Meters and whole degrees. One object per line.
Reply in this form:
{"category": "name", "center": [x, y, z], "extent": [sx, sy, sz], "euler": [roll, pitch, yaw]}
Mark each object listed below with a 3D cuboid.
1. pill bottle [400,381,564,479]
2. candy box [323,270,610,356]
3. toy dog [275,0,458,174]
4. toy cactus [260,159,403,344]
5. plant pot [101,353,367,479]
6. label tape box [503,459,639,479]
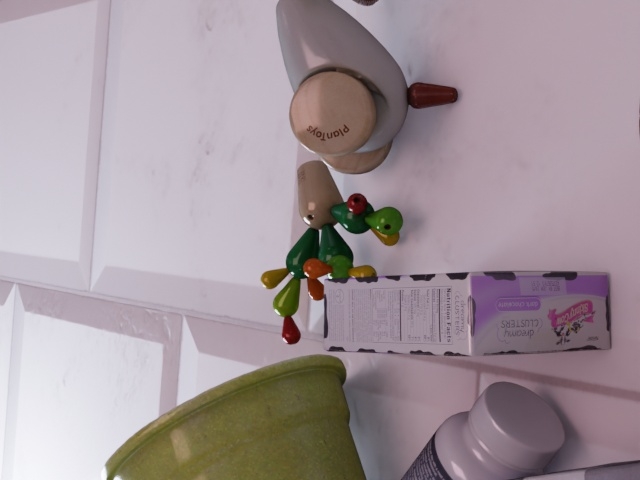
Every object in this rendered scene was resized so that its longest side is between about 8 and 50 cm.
{"category": "pill bottle", "center": [0.136, 0.216, 1.117], "extent": [0.180, 0.108, 0.108], "euler": [-60, 43, 31]}
{"category": "candy box", "center": [0.126, 0.064, 1.098], "extent": [0.196, 0.164, 0.070], "euler": [-5, 84, 53]}
{"category": "toy dog", "center": [0.032, -0.226, 1.254], "extent": [0.220, 0.161, 0.334], "euler": [-78, -29, -71]}
{"category": "toy cactus", "center": [0.000, 0.000, 1.333], "extent": [0.219, 0.112, 0.181], "euler": [-52, 45, 50]}
{"category": "plant pot", "center": [-0.046, 0.294, 1.260], "extent": [0.276, 0.276, 0.254], "euler": [-46, 62, 41]}
{"category": "label tape box", "center": [0.247, 0.272, 0.873], "extent": [0.333, 0.105, 0.241], "euler": [-26, 67, 56]}
